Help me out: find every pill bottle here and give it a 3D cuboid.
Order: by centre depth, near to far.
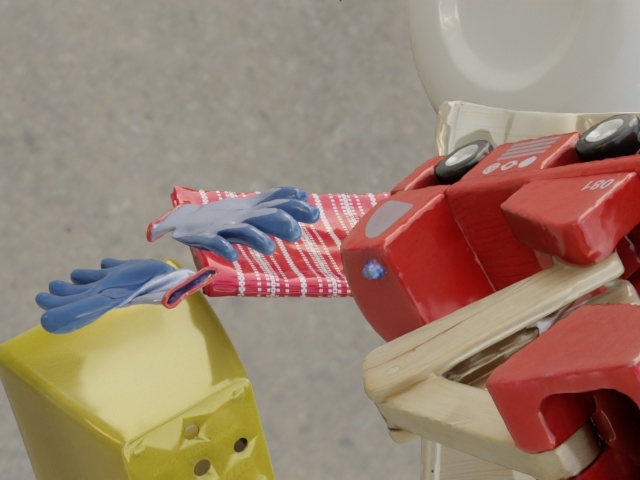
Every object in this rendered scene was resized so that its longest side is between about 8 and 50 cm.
[{"bbox_3d":[0.215,-0.122,0.989,0.323,0.181,0.181,2,57,-41],"label":"pill bottle"}]

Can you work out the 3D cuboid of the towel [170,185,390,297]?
[{"bbox_3d":[0.000,0.000,1.746,0.275,0.031,0.199,0,28,-15],"label":"towel"}]

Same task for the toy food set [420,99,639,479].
[{"bbox_3d":[0.187,0.050,0.681,0.092,0.306,0.220,12,79,-63],"label":"toy food set"}]

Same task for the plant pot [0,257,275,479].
[{"bbox_3d":[-0.162,0.179,1.745,0.212,0.212,0.187,-28,35,-23],"label":"plant pot"}]

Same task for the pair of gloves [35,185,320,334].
[{"bbox_3d":[-0.101,0.014,1.230,0.198,0.159,0.023,-35,112,-37],"label":"pair of gloves"}]

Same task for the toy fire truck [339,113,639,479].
[{"bbox_3d":[0.057,0.019,0.473,0.135,0.192,0.047,-40,109,-32],"label":"toy fire truck"}]
